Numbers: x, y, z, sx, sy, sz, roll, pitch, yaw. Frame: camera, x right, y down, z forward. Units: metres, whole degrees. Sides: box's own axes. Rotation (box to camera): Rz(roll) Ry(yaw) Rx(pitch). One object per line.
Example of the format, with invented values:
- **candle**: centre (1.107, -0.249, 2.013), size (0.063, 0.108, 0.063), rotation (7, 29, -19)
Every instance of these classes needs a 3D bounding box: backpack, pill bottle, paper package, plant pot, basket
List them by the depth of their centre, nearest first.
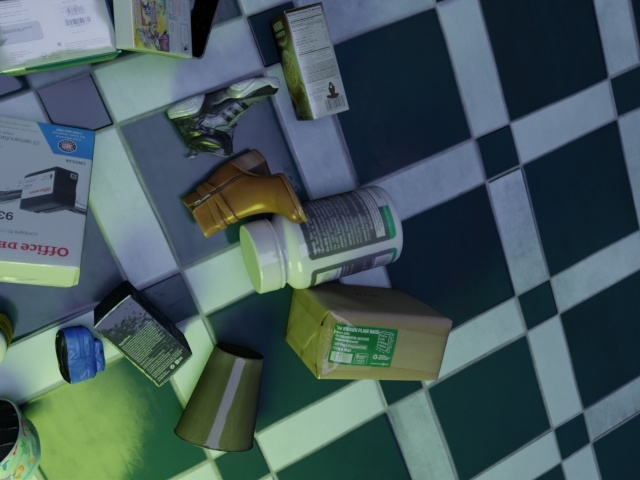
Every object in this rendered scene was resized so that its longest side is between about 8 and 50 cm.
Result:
- **pill bottle**: centre (-0.709, 0.215, 1.294), size (0.103, 0.184, 0.103), rotation (-4, 102, -20)
- **plant pot**: centre (-0.328, -0.498, 1.314), size (0.188, 0.167, 0.188), rotation (16, 93, -23)
- **backpack**: centre (-0.731, 0.473, 1.317), size (0.253, 0.225, 0.191), rotation (-34, 132, -15)
- **backpack**: centre (-0.551, 0.252, 1.411), size (0.101, 0.098, 0.120), rotation (-14, 96, -39)
- **pill bottle**: centre (0.000, 0.000, 1.507), size (0.360, 0.204, 0.204), rotation (-14, 104, -18)
- **basket**: centre (-0.232, 0.380, 1.525), size (0.204, 0.154, 0.227), rotation (15, 91, -24)
- **paper package**: centre (0.107, 0.218, 1.530), size (0.324, 0.309, 0.168), rotation (7, 97, -20)

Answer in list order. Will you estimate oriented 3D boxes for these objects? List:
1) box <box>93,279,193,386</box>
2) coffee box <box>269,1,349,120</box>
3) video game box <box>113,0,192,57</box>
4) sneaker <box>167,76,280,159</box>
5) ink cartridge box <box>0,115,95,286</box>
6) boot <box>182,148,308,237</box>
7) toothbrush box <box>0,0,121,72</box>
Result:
- **box**: centre (-0.410, 0.210, 1.421), size (0.108, 0.153, 0.207), rotation (-43, 112, -8)
- **coffee box**: centre (-0.028, -0.415, 1.456), size (0.098, 0.141, 0.247), rotation (-20, 105, -15)
- **video game box**: centre (-0.311, -0.452, 1.151), size (0.048, 0.187, 0.205), rotation (3, 101, 19)
- **sneaker**: centre (-0.207, -0.282, 1.438), size (0.268, 0.101, 0.153), rotation (-20, 107, -10)
- **ink cartridge box**: centre (-0.588, -0.077, 1.247), size (0.223, 0.129, 0.308), rotation (7, 68, -22)
- **boot**: centre (-0.175, -0.080, 1.400), size (0.220, 0.283, 0.109), rotation (-36, 146, -11)
- **toothbrush box**: centre (-0.515, -0.398, 1.193), size (0.216, 0.295, 0.126), rotation (-16, 107, -16)
